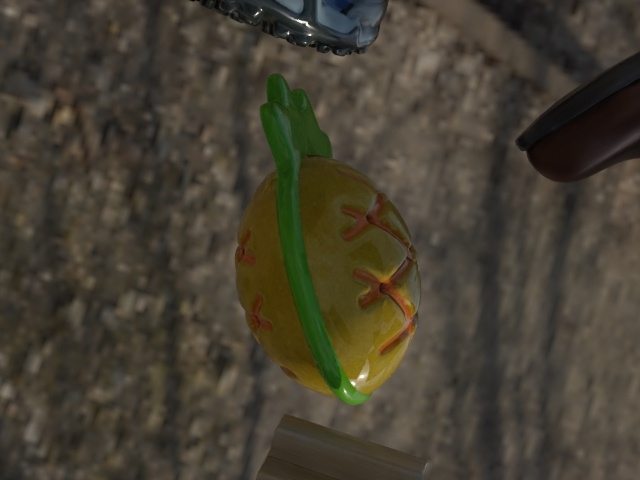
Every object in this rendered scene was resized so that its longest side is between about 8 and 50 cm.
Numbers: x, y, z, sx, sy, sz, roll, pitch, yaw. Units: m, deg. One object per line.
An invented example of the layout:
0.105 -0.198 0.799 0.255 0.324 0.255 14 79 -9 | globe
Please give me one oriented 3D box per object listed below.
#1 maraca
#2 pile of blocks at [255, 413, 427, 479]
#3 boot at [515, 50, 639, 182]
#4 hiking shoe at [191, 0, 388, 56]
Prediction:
0.000 0.000 1.089 0.127 0.099 0.186 30 46 -74 | maraca
0.093 0.243 1.031 0.149 0.362 0.112 -47 -176 22 | pile of blocks
0.257 0.019 0.978 0.096 0.264 0.280 159 -86 -80 | boot
-0.048 -0.184 0.924 0.304 0.113 0.132 28 89 -51 | hiking shoe
